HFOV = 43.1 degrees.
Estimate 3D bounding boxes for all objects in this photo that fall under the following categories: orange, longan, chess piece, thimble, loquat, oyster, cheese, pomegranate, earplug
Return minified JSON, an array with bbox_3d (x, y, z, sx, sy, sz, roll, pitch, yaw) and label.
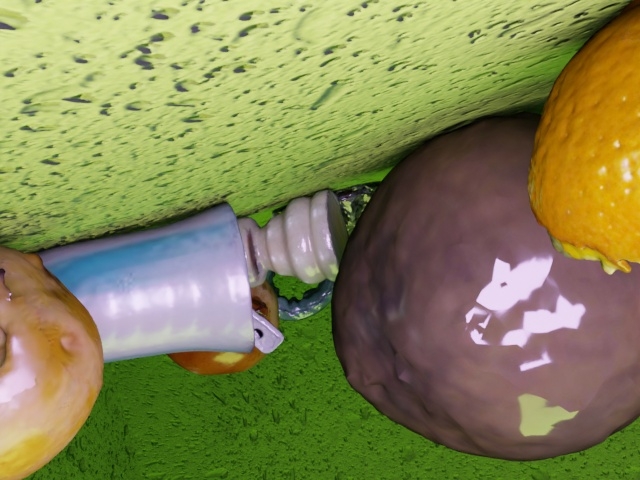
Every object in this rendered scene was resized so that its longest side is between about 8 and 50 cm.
[{"bbox_3d":[0.303,-0.093,0.565,0.335,0.196,0.262,-10,-171,-27],"label":"orange"},{"bbox_3d":[0.225,0.052,0.964,0.404,0.404,0.436,-15,170,-24],"label":"longan"},{"bbox_3d":[-0.086,0.014,1.174,0.243,0.133,0.133,-12,178,13],"label":"chess piece"},{"bbox_3d":[-0.050,0.077,1.875,0.235,0.198,0.143,-45,178,-6],"label":"thimble"},{"bbox_3d":[-0.316,0.118,0.737,0.244,0.243,0.244,-16,177,-1],"label":"loquat"},{"bbox_3d":[0.042,-0.047,1.316,0.199,0.087,0.252,-17,165,15],"label":"oyster"},{"bbox_3d":[-0.150,0.074,1.121,0.127,0.235,0.049,-43,-172,24],"label":"cheese"},{"bbox_3d":[-0.204,0.144,1.640,0.264,0.264,0.264,-16,177,-1],"label":"pomegranate"},{"bbox_3d":[-0.251,0.068,0.949,0.324,0.185,0.185,-9,176,-11],"label":"earplug"}]
